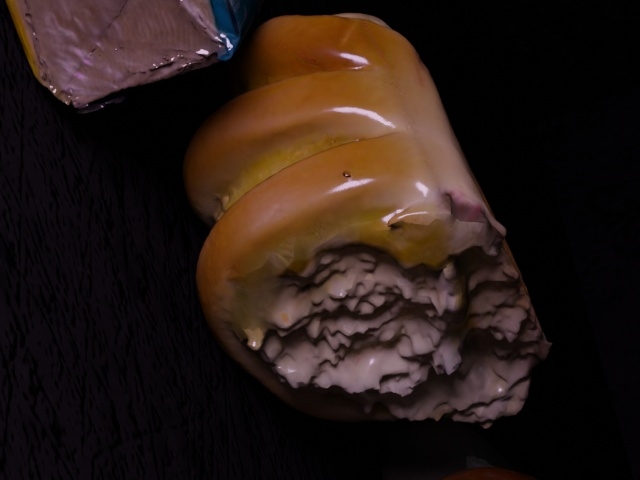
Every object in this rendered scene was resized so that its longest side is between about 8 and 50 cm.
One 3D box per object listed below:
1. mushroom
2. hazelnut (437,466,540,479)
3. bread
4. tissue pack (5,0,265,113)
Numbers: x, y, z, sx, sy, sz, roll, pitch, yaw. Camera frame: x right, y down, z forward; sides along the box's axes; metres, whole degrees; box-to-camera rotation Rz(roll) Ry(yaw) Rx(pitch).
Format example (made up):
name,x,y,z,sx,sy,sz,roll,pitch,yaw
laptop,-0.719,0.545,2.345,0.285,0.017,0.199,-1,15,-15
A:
name,x,y,z,sx,sy,sz,roll,pitch,yaw
mushroom,0.123,0.238,1.469,0.141,0.117,0.188,-45,119,-63
hazelnut,0.125,0.272,1.150,0.234,0.218,0.218,58,10,16
bread,0.012,-0.012,1.196,0.315,0.211,0.270,63,5,-58
tissue pack,-0.117,-0.218,1.089,0.271,0.134,0.192,-75,149,-68
